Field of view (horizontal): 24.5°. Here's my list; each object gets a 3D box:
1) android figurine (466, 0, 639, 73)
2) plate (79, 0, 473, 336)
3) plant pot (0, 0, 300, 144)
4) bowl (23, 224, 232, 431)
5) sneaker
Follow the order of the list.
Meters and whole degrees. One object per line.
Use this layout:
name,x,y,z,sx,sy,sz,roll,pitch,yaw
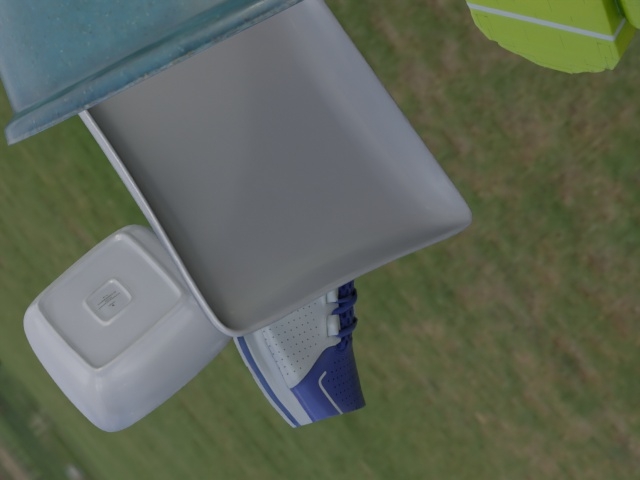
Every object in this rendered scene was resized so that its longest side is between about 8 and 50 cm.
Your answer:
android figurine,0.213,-0.253,1.424,0.248,0.056,0.273,19,159,34
plate,-0.052,-0.077,1.088,0.277,0.278,0.045,55,136,11
plant pot,-0.083,-0.273,0.765,0.334,0.341,0.341,64,163,-9
bowl,-0.151,0.057,1.125,0.142,0.142,0.053,43,167,33
sneaker,0.000,-0.001,1.312,0.127,0.182,0.315,-29,-82,-76
